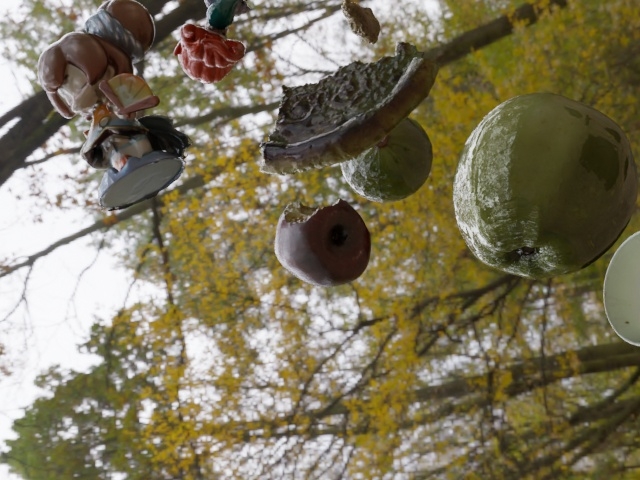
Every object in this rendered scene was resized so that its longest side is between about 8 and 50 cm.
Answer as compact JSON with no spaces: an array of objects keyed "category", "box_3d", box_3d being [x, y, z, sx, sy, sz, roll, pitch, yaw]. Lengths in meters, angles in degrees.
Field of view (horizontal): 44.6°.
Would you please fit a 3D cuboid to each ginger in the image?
[{"category":"ginger","box_3d":[0.135,-0.698,2.504,0.137,0.074,0.213,66,-161,6]}]

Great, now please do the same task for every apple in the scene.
[{"category":"apple","box_3d":[-0.002,0.007,1.332,0.156,0.158,0.146,5,-96,-29]},{"category":"apple","box_3d":[0.428,-0.097,1.518,0.357,0.358,0.357,30,-126,-52]}]

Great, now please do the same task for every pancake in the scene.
[{"category":"pancake","box_3d":[0.054,-0.292,1.671,0.067,0.427,0.304,53,-155,-47]}]

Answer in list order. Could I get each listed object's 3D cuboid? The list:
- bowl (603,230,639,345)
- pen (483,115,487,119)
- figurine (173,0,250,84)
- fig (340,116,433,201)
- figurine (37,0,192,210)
[{"category":"bowl","box_3d":[0.802,0.116,1.798,0.145,0.277,0.276,13,-117,-21]},{"category":"pen","box_3d":[0.518,-0.289,2.138,0.234,0.032,0.040,19,-122,-41]},{"category":"figurine","box_3d":[-0.246,-0.483,1.802,0.181,0.208,0.257,2,-64,-48]},{"category":"fig","box_3d":[0.199,-0.268,2.396,0.316,0.316,0.315,30,-126,-52]},{"category":"figurine","box_3d":[-0.419,-0.280,1.588,0.248,0.277,0.388,-16,-109,-55]}]
